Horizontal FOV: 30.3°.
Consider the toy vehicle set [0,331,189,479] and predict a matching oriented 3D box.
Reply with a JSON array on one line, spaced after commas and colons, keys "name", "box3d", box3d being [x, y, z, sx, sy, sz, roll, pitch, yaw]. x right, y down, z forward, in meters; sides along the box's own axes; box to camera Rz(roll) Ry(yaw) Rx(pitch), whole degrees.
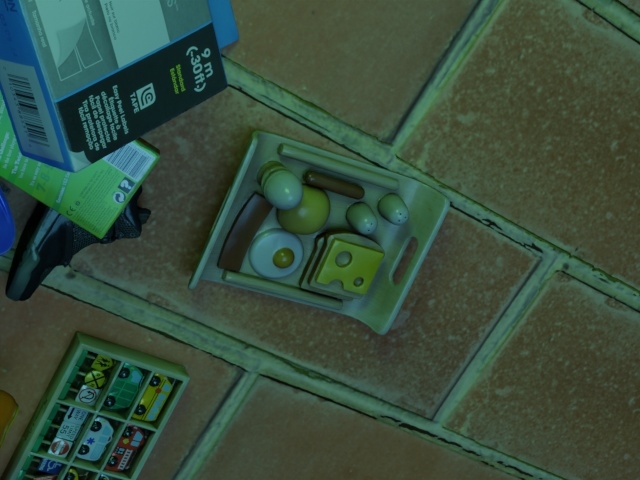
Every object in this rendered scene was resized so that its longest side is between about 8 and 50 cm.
[{"name": "toy vehicle set", "box3d": [-0.311, 0.264, 1.604, 0.166, 0.035, 0.267, 21, 105, -28]}]

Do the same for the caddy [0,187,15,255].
[{"name": "caddy", "box3d": [-0.499, -0.022, 1.267, 0.179, 0.241, 0.341, -15, 131, 30]}]

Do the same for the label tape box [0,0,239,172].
[{"name": "label tape box", "box3d": [-0.196, -0.258, 1.267, 0.334, 0.106, 0.240, -36, 127, -35]}]

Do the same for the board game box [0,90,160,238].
[{"name": "board game box", "box3d": [-0.324, -0.121, 1.342, 0.259, 0.039, 0.124, 34, 100, -21]}]

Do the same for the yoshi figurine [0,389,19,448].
[{"name": "yoshi figurine", "box3d": [-0.547, 0.156, 1.374, 0.203, 0.203, 0.362, -40, 119, 9]}]

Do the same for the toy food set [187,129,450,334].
[{"name": "toy food set", "box3d": [0.000, 0.000, 1.560, 0.306, 0.092, 0.219, 16, 108, -26]}]

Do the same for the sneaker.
[{"name": "sneaker", "box3d": [-0.292, -0.007, 1.449, 0.130, 0.087, 0.227, 30, 96, -23]}]
